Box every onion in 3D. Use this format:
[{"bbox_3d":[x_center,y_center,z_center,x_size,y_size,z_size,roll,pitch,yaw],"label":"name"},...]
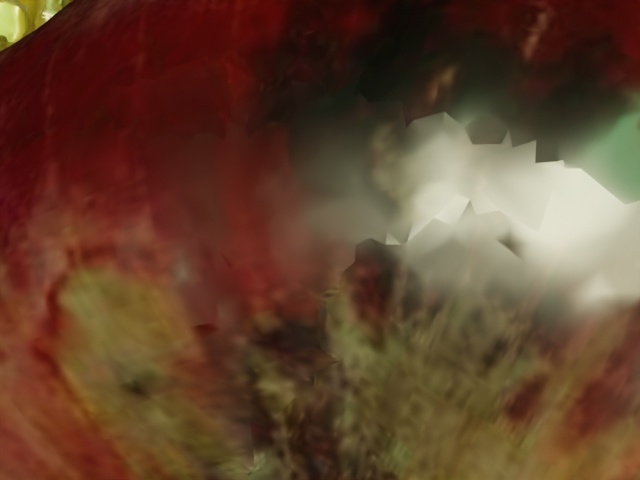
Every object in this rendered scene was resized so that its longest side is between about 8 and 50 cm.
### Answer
[{"bbox_3d":[0.028,0.056,0.568,0.347,0.347,0.285,41,25,-12],"label":"onion"}]

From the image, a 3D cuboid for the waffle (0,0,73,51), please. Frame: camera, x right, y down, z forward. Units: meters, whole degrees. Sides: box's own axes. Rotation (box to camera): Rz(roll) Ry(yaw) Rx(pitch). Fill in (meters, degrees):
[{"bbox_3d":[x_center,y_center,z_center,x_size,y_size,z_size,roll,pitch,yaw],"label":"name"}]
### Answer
[{"bbox_3d":[-0.117,-0.006,0.662,0.149,0.051,0.194,43,63,-10],"label":"waffle"}]
